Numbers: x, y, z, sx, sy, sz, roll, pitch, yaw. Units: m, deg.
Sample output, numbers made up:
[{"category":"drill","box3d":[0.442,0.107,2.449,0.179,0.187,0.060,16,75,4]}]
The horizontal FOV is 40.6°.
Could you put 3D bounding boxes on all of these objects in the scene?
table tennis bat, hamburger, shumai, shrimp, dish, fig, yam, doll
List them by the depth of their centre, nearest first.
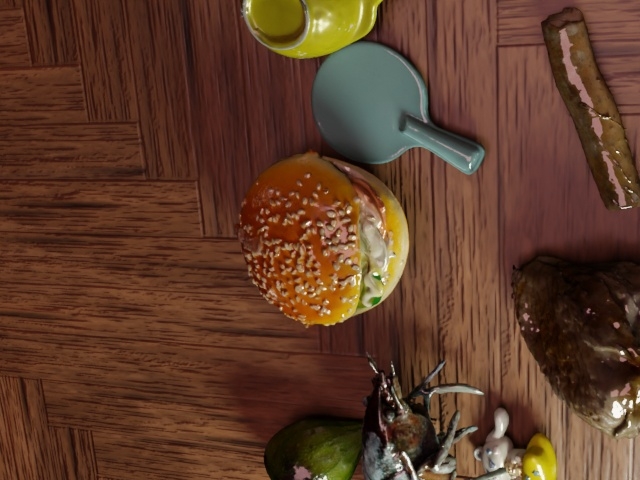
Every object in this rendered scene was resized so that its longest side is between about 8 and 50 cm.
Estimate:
[{"category":"yam","box3d":[0.309,-0.146,0.981,0.057,0.057,0.241,-19,98,25]},{"category":"shumai","box3d":[0.356,0.113,1.013,0.185,0.218,0.184,-7,112,-17]},{"category":"dish","box3d":[-0.031,-0.279,1.030,0.208,0.080,0.149,6,125,34]},{"category":"table tennis bat","box3d":[0.095,-0.152,1.073,0.237,0.038,0.149,29,112,15]},{"category":"hamburger","box3d":[-0.002,-0.004,1.092,0.237,0.147,0.237,6,106,22]},{"category":"shrimp","box3d":[0.132,0.321,1.125,0.221,0.166,0.410,15,114,49]},{"category":"doll","box3d":[0.255,0.284,1.136,0.113,0.071,0.135,-21,89,42]},{"category":"fig","box3d":[0.001,0.301,1.219,0.156,0.123,0.123,-34,93,-13]}]
